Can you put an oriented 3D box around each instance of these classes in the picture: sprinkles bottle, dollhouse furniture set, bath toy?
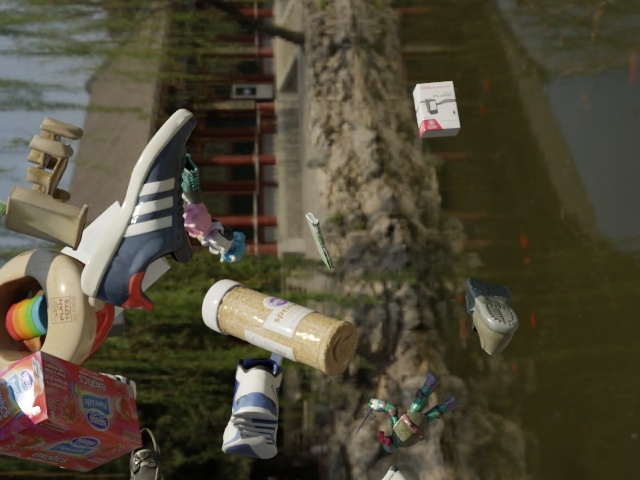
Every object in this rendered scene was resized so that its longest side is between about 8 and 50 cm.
[{"bbox_3d":[-0.093,0.185,1.798,0.121,0.355,0.121,-26,-57,-47],"label":"sprinkles bottle"},{"bbox_3d":[-0.589,-0.114,1.878,0.242,0.161,0.212,-84,15,-48],"label":"dollhouse furniture set"},{"bbox_3d":[-0.368,-0.067,2.564,0.348,0.151,0.129,45,-121,-40],"label":"bath toy"}]

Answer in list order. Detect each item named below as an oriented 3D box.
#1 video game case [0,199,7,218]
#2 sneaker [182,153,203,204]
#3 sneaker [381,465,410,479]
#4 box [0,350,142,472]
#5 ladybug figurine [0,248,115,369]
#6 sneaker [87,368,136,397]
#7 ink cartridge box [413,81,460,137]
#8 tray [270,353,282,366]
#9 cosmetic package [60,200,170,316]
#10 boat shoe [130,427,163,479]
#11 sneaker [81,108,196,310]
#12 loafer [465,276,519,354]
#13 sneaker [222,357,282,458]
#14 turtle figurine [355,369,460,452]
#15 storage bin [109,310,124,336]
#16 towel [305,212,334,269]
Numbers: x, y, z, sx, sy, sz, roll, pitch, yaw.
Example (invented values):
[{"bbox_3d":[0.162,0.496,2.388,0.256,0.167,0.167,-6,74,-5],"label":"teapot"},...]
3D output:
[{"bbox_3d":[-0.804,-0.050,1.747,0.193,0.212,0.023,-62,1,-27],"label":"video game case"},{"bbox_3d":[-0.379,-0.180,2.399,0.065,0.076,0.166,-41,-70,-43],"label":"sneaker"},{"bbox_3d":[0.098,0.606,1.850,0.091,0.258,0.094,51,180,24],"label":"sneaker"},{"bbox_3d":[-0.424,0.289,1.371,0.257,0.128,0.122,45,-157,-57],"label":"box"},{"bbox_3d":[-0.619,0.175,1.911,0.162,0.449,0.305,2,-99,-49],"label":"ladybug figurine"},{"bbox_3d":[-0.489,0.340,1.630,0.235,0.153,0.094,-45,33,18],"label":"sneaker"},{"bbox_3d":[0.337,-0.380,2.409,0.063,0.109,0.150,101,163,-74],"label":"ink cartridge box"},{"bbox_3d":[-0.115,0.312,2.086,0.145,0.030,0.270,100,-173,-76],"label":"tray"},{"bbox_3d":[-0.550,0.055,2.207,0.138,0.224,0.224,47,-179,-39],"label":"cosmetic package"},{"bbox_3d":[-0.423,0.533,1.988,0.223,0.080,0.073,-116,14,-67],"label":"boat shoe"},{"bbox_3d":[-0.263,-0.044,1.396,0.350,0.148,0.131,-65,9,-4],"label":"sneaker"},{"bbox_3d":[0.322,0.144,1.616,0.251,0.094,0.087,-70,-4,-72],"label":"loafer"},{"bbox_3d":[-0.143,0.375,1.910,0.315,0.127,0.182,107,172,-55],"label":"sneaker"},{"bbox_3d":[0.211,0.427,1.962,0.175,0.234,0.118,47,-178,-29],"label":"turtle figurine"},{"bbox_3d":[-0.616,0.244,2.404,0.135,0.091,0.098,121,145,-63],"label":"storage bin"},{"bbox_3d":[0.000,0.000,2.367,0.113,0.023,0.152,-126,14,-71],"label":"towel"}]
